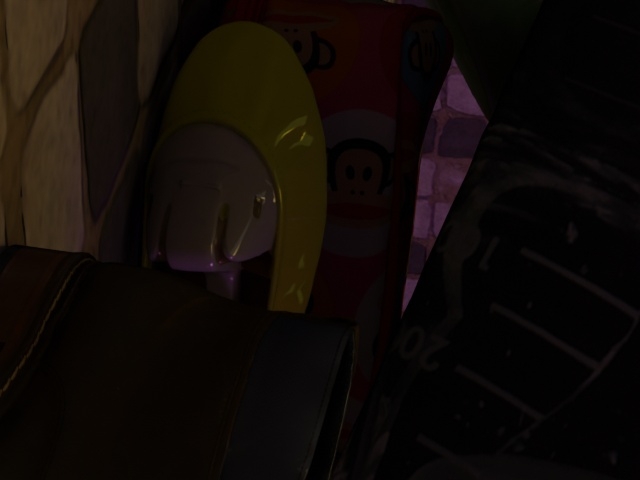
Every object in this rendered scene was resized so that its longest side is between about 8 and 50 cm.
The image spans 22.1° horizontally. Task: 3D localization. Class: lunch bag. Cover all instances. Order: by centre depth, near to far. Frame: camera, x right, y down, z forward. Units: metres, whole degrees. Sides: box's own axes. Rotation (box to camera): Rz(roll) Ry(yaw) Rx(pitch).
[{"bbox_3d":[0.000,0.000,0.862,0.293,0.120,0.258,-51,146,-83],"label":"lunch bag"}]

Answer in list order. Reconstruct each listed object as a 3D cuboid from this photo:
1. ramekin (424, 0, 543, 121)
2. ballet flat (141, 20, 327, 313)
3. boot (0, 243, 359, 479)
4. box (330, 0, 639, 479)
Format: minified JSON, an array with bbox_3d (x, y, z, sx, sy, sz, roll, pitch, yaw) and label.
[{"bbox_3d":[0.102,-0.228,0.901,0.303,0.148,0.303,-24,90,-86],"label":"ramekin"},{"bbox_3d":[-0.045,0.024,0.680,0.077,0.077,0.231,-15,113,-71],"label":"ballet flat"},{"bbox_3d":[-0.052,0.084,0.416,0.219,0.106,0.082,-80,173,-45],"label":"boot"},{"bbox_3d":[0.259,0.179,0.715,0.472,0.480,0.297,-67,157,4],"label":"box"}]
